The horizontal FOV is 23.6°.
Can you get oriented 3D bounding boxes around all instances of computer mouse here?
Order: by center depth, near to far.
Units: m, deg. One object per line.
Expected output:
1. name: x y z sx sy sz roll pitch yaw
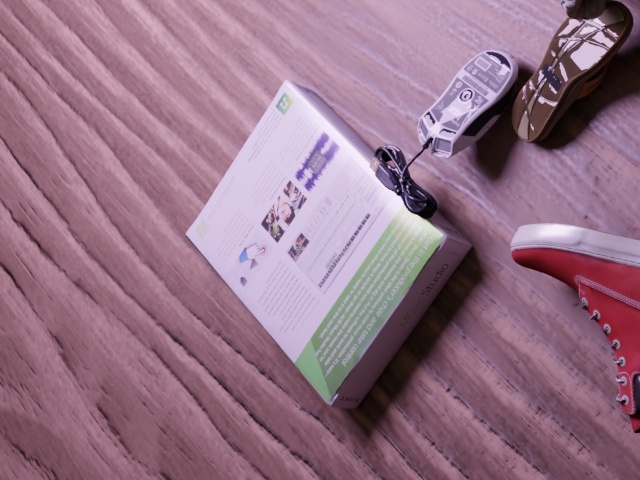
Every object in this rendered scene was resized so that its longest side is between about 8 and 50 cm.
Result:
1. computer mouse: 0.142 -0.117 1.618 0.193 0.042 0.106 -46 47 2

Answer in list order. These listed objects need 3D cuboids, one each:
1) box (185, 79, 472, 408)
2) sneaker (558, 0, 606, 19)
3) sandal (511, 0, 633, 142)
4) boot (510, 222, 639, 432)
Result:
1. box: 0.000 0.000 1.725 0.232 0.058 0.322 -55 50 17
2. sneaker: 0.349 -0.353 1.429 0.410 0.158 0.182 -44 44 34
3. sandal: 0.258 -0.170 1.550 0.180 0.049 0.072 -57 43 34
4. boot: 0.272 0.083 1.451 0.244 0.088 0.176 15 91 39
